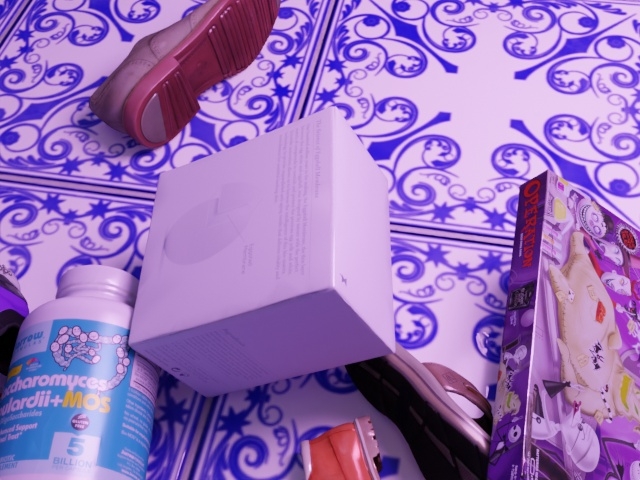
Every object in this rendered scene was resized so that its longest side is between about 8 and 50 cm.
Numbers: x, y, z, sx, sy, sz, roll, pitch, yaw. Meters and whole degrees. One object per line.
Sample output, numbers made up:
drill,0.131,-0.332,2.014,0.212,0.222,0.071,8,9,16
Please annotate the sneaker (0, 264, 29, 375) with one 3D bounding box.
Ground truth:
sneaker,-0.386,0.073,0.757,0.102,0.293,0.146,-39,63,10

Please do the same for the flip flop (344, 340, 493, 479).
flip flop,0.119,0.168,0.766,0.080,0.112,0.277,-21,49,-29

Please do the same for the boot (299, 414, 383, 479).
boot,0.027,0.249,0.735,0.085,0.059,0.158,-14,46,-3

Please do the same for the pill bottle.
pill bottle,-0.236,0.157,0.760,0.146,0.146,0.264,-2,53,2

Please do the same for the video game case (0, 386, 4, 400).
video game case,-0.407,0.272,0.762,0.204,0.025,0.285,6,54,8

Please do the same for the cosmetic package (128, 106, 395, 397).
cosmetic package,-0.052,0.016,0.797,0.225,0.138,0.224,-18,49,24

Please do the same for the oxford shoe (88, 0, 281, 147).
oxford shoe,-0.188,-0.283,1.098,0.130,0.123,0.348,24,58,26

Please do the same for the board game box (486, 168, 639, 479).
board game box,0.270,0.115,0.755,0.208,0.056,0.346,32,52,-22
